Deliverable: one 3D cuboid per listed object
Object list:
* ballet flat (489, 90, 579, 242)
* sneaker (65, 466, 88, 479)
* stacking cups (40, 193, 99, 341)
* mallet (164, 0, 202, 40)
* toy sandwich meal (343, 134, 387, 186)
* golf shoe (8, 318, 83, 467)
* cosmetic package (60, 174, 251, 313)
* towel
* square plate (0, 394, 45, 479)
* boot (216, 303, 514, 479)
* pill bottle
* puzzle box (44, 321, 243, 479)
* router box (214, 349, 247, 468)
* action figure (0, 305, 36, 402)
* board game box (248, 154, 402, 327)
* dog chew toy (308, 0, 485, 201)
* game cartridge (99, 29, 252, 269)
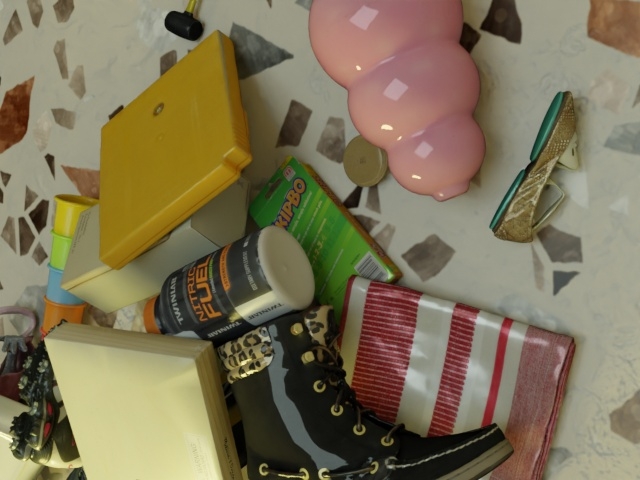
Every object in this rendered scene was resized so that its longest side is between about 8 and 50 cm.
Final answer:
[{"bbox_3d":[0.289,-0.088,1.122,0.067,0.073,0.206,25,108,3],"label":"ballet flat"},{"bbox_3d":[-0.380,0.388,1.522,0.300,0.121,0.111,-48,65,24],"label":"sneaker"},{"bbox_3d":[-0.463,0.078,1.591,0.096,0.096,0.316,18,100,32],"label":"stacking cups"},{"bbox_3d":[-0.209,-0.430,1.463,0.062,0.039,0.189,20,97,29],"label":"mallet"},{"bbox_3d":[0.071,-0.119,1.280,0.086,0.029,0.085,4,96,36],"label":"toy sandwich meal"},{"bbox_3d":[-0.446,0.262,1.492,0.105,0.120,0.272,-35,39,31],"label":"golf shoe"},{"bbox_3d":[-0.267,-0.009,1.415,0.309,0.113,0.160,-23,47,33],"label":"cosmetic package"},{"bbox_3d":[0.160,0.198,1.194,0.329,0.037,0.237,16,101,28],"label":"towel"},{"bbox_3d":[-0.672,0.394,1.523,0.347,0.344,0.049,-57,19,14],"label":"square plate"},{"bbox_3d":[0.038,0.223,1.168,0.377,0.138,0.284,-24,78,26],"label":"boot"},{"bbox_3d":[-0.140,0.082,1.263,0.246,0.130,0.130,-26,76,27],"label":"pill bottle"},{"bbox_3d":[-0.250,0.322,1.329,0.272,0.052,0.408,4,117,25],"label":"puzzle box"},{"bbox_3d":[-0.154,0.226,1.396,0.309,0.081,0.243,-43,68,26],"label":"router box"},{"bbox_3d":[-0.655,0.347,1.666,0.275,0.248,0.370,-110,24,-51],"label":"action figure"},{"bbox_3d":[0.000,0.000,1.322,0.259,0.039,0.124,50,115,20],"label":"board game box"},{"bbox_3d":[0.115,-0.211,1.157,0.207,0.207,0.331,-23,86,32],"label":"dog chew toy"},{"bbox_3d":[-0.233,-0.145,1.362,0.285,0.053,0.323,-35,43,22],"label":"game cartridge"}]
